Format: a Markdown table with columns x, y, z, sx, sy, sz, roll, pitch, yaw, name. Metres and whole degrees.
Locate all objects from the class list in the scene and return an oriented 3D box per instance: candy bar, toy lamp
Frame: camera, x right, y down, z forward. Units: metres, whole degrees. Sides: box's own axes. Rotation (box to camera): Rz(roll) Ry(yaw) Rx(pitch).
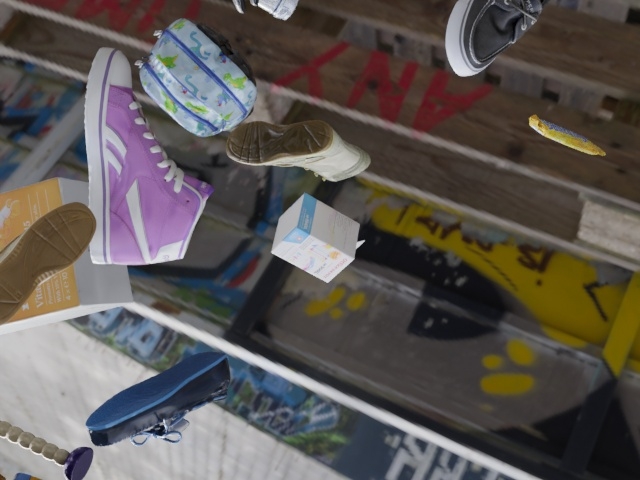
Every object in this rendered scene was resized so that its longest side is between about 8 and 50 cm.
| x | y | z | sx | sy | sz | roll | pitch | yaw | name |
| --- | --- | --- | --- | --- | --- | --- | --- | --- | --- |
| 0.346 | -0.145 | 1.256 | 0.162 | 0.018 | 0.040 | 12 | -150 | -43 | candy bar |
| -0.548 | 0.354 | 1.620 | 0.275 | 0.080 | 0.080 | 19 | 150 | 12 | toy lamp |

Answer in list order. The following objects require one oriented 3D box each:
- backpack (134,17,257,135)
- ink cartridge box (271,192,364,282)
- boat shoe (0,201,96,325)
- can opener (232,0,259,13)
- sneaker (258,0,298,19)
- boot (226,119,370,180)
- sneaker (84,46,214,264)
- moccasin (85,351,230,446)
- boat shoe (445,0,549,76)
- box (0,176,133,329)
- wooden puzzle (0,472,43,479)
| x | y | z | sx | sy | sz | roll | pitch | yaw | name |
| --- | --- | --- | --- | --- | --- | --- | --- | --- | --- |
| -0.267 | -0.360 | 1.985 | 0.290 | 0.273 | 0.355 | 50 | 164 | -13 | backpack |
| 0.000 | 0.000 | 1.618 | 0.143 | 0.089 | 0.092 | 29 | 135 | -18 | ink cartridge box |
| -0.307 | 0.021 | 0.928 | 0.059 | 0.170 | 0.063 | -4 | 126 | 46 | boat shoe |
| -0.124 | -0.413 | 1.330 | 0.073 | 0.059 | 0.186 | 63 | 179 | 32 | can opener |
| -0.059 | -0.503 | 1.516 | 0.091 | 0.258 | 0.094 | 23 | 156 | -22 | sneaker |
| -0.038 | -0.150 | 1.534 | 0.213 | 0.077 | 0.165 | -1 | 169 | 30 | boot |
| -0.220 | -0.109 | 1.167 | 0.161 | 0.282 | 0.102 | 0 | -167 | -1 | sneaker |
| -0.282 | 0.319 | 1.688 | 0.138 | 0.342 | 0.116 | 2 | 107 | 42 | moccasin |
| 0.226 | -0.273 | 1.041 | 0.076 | 0.228 | 0.080 | -3 | 126 | 46 | boat shoe |
| -0.525 | 0.041 | 1.520 | 0.345 | 0.214 | 0.168 | -14 | 174 | 17 | box |
| -0.524 | 0.454 | 1.532 | 0.348 | 0.080 | 0.322 | 17 | 150 | 17 | wooden puzzle |
